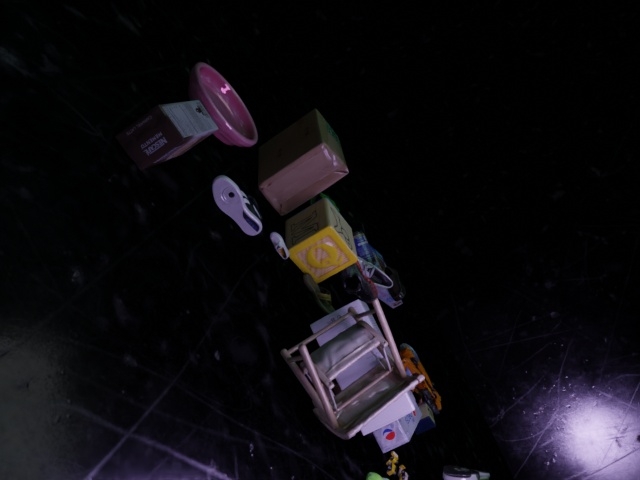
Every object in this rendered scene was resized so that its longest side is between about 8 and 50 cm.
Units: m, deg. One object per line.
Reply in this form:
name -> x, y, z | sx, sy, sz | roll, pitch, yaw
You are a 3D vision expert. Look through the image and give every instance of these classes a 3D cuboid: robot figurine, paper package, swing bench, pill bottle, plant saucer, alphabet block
robot figurine -> 0.430, 0.618, 2.175 | 0.291, 0.085, 0.211 | 59, 16, 1
paper package -> -0.074, -0.303, 1.900 | 0.168, 0.309, 0.325 | 50, 18, -32
swing bench -> 0.081, 0.325, 1.284 | 0.254, 0.253, 0.165 | 60, -27, 4
pill bottle -> 0.183, 0.074, 2.324 | 0.219, 0.123, 0.123 | 67, 17, 8
plant saucer -> -0.352, -0.463, 1.762 | 0.332, 0.084, 0.332 | 53, 17, -24
alphabet block -> 0.000, 0.000, 1.794 | 0.192, 0.193, 0.197 | 48, 19, -29

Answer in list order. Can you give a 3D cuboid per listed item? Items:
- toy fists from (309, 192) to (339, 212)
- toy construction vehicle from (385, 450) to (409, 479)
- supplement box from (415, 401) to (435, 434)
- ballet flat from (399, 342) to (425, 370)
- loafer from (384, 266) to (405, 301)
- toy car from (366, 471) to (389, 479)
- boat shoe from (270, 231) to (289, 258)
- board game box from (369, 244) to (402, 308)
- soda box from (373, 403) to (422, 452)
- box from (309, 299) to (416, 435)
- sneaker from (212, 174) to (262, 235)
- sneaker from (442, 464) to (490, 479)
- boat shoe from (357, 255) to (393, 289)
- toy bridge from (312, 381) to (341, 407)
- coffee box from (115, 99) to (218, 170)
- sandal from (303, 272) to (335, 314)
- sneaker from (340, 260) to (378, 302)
toy fists -> 0.037, -0.089, 2.248 | 0.142, 0.096, 0.279 | 25, 38, -46
toy construction vehicle -> 0.232, 0.703, 1.534 | 0.086, 0.035, 0.098 | 46, 15, -5
supplement box -> 0.391, 0.688, 1.934 | 0.056, 0.083, 0.083 | 55, 15, -19
ballet flat -> 0.424, 0.562, 2.308 | 0.188, 0.070, 0.070 | 54, 17, -7
loafer -> 0.353, 0.212, 2.466 | 0.078, 0.080, 0.220 | 38, 21, -31
toy car -> 0.199, 0.723, 1.352 | 0.225, 0.053, 0.239 | 58, 16, -4
boat shoe -> -0.136, 0.018, 1.643 | 0.100, 0.035, 0.035 | 62, 12, -14
board game box -> 0.287, 0.164, 2.587 | 0.319, 0.066, 0.318 | 36, 28, -54
soda box -> 0.257, 0.600, 1.665 | 0.091, 0.098, 0.286 | 61, 16, 11
box -> 0.133, 0.372, 1.514 | 0.345, 0.168, 0.215 | 63, 5, 14
sneaker -> -0.251, -0.122, 1.488 | 0.217, 0.079, 0.121 | 59, 11, -34
sneaker -> 0.545, 0.964, 1.905 | 0.410, 0.158, 0.182 | 39, 56, -54
boat shoe -> 0.204, 0.139, 2.202 | 0.267, 0.096, 0.088 | 36, -19, -16
toy bridge -> 0.018, 0.422, 1.395 | 0.063, 0.026, 0.188 | 63, 17, 15
coffee box -> -0.374, -0.270, 1.250 | 0.098, 0.141, 0.246 | 56, 17, -11
sandal -> 0.005, 0.185, 1.735 | 0.180, 0.049, 0.072 | 58, 16, -6
sneaker -> 0.159, 0.192, 2.109 | 0.276, 0.098, 0.135 | 54, 24, -33
